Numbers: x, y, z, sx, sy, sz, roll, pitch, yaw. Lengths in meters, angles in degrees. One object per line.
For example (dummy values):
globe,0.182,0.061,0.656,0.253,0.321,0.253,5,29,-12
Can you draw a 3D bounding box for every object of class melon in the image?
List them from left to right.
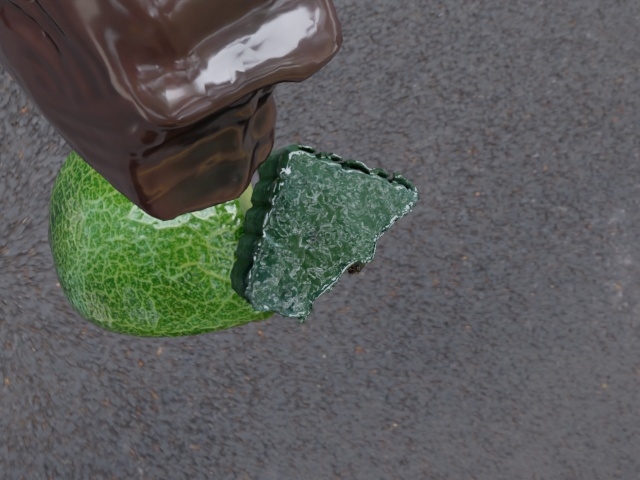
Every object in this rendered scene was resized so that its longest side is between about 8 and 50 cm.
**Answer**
melon,-0.241,-0.008,1.180,0.344,0.226,0.331,-23,94,13

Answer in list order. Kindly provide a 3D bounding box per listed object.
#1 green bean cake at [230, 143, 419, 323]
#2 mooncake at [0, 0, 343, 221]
green bean cake,0.000,0.000,1.029,0.193,0.107,0.208,17,86,-26
mooncake,-0.135,-0.158,0.612,0.174,0.326,0.333,-37,120,-23
